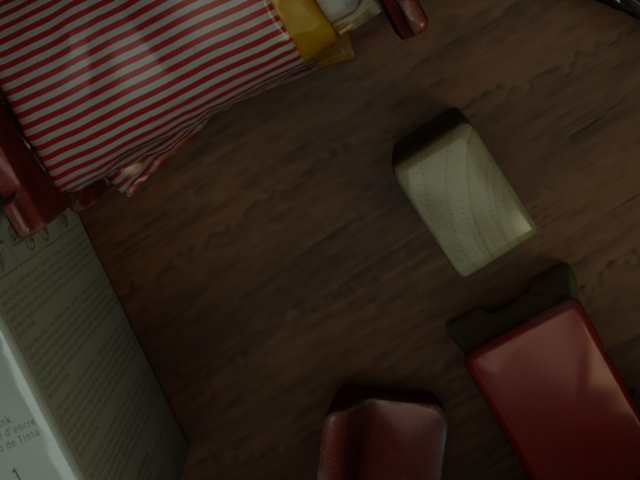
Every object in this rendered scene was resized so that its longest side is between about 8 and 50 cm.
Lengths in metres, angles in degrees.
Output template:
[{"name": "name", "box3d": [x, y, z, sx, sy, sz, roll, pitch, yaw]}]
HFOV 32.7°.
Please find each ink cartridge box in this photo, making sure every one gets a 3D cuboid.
[{"name": "ink cartridge box", "box3d": [-0.141, 0.044, 0.529, 0.066, 0.189, 0.232, -27, 99, 4]}]

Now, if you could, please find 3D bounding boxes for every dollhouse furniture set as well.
[{"name": "dollhouse furniture set", "box3d": [0.000, 0.000, 0.528, 0.201, 0.152, 0.374, -29, 98, 9]}]

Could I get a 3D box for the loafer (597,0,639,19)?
[{"name": "loafer", "box3d": [0.178, -0.145, 0.517, 0.303, 0.095, 0.109, 31, 101, -3]}]
